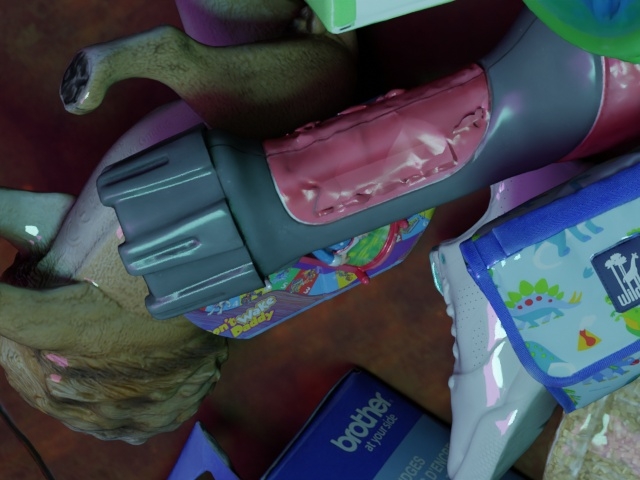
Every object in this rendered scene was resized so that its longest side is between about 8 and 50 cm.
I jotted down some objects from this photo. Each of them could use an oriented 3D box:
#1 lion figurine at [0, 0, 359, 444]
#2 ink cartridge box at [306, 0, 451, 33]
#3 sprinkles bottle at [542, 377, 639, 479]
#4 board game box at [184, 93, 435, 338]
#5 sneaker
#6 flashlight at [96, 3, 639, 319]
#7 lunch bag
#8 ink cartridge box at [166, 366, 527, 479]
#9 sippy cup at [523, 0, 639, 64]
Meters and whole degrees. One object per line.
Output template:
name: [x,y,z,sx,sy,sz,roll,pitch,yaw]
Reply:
lion figurine: [-0.079,-0.031,1.088,0.240,0.142,0.392,18,131,-37]
ink cartridge box: [-0.006,-0.240,0.741,0.198,0.114,0.273,86,158,-44]
sprinkles bottle: [0.295,0.148,1.013,0.355,0.121,0.121,23,126,16]
board game box: [0.000,0.000,1.068,0.033,0.168,0.133,55,165,40]
sneaker: [0.096,0.039,1.096,0.094,0.080,0.212,26,117,19]
flashlight: [0.044,-0.057,0.958,0.304,0.103,0.103,-20,91,2]
lunch bag: [0.142,0.007,0.937,0.128,0.151,0.096,-28,61,7]
ink cartridge box: [0.054,0.268,1.194,0.395,0.151,0.270,33,126,7]
sippy cup: [0.180,-0.213,0.778,0.306,0.224,0.240,66,163,12]
